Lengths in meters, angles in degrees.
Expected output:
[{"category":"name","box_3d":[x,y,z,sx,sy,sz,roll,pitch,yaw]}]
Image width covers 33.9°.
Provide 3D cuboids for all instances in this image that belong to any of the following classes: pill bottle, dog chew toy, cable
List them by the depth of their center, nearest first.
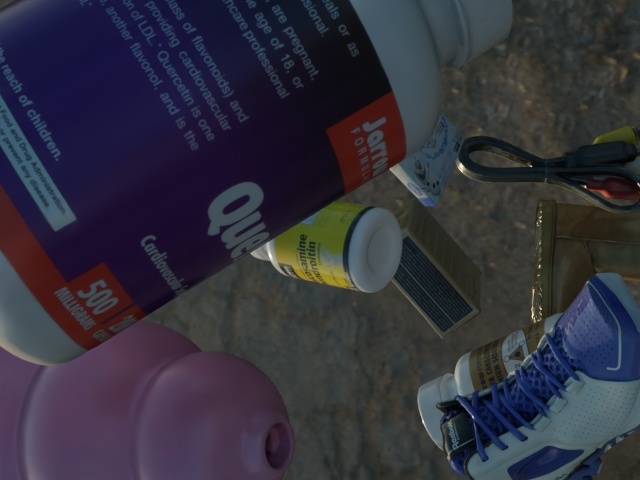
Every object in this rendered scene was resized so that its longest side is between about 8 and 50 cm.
[{"category":"pill bottle","box_3d":[-0.063,-0.083,0.578,0.323,0.181,0.181,-31,43,-5]},{"category":"dog chew toy","box_3d":[-0.166,0.152,0.827,0.332,0.207,0.206,-2,79,34]},{"category":"pill bottle","box_3d":[0.000,0.000,1.285,0.184,0.103,0.103,10,90,37]},{"category":"pill bottle","box_3d":[0.253,0.198,1.415,0.229,0.131,0.131,-28,57,25]},{"category":"cable","box_3d":[0.335,-0.088,1.455,0.072,0.287,0.139,70,-164,-67]}]

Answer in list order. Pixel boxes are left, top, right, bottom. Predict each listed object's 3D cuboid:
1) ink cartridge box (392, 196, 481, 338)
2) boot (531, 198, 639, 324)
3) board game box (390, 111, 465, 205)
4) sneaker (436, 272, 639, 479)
[{"category":"ink cartridge box","box_3d":[0.190,0.043,1.847,0.088,0.193,0.234,-39,6,16]},{"category":"boot","box_3d":[0.446,0.049,1.513,0.089,0.270,0.236,64,-150,-78]},{"category":"board game box","box_3d":[0.105,-0.097,1.089,0.020,0.090,0.090,-1,55,45]},{"category":"sneaker","box_3d":[0.229,0.187,1.131,0.127,0.182,0.315,-111,25,-42]}]
